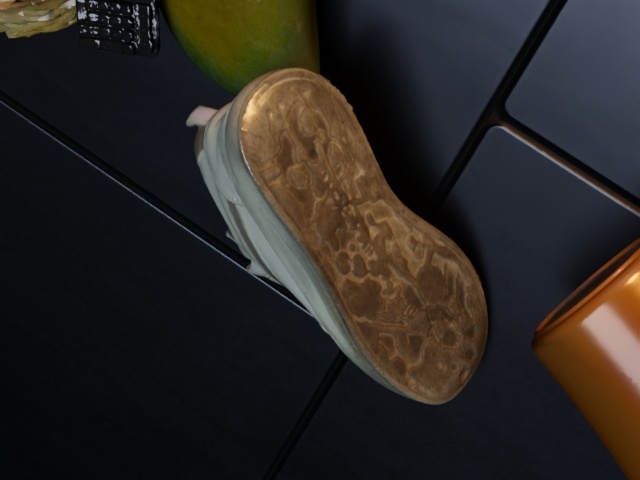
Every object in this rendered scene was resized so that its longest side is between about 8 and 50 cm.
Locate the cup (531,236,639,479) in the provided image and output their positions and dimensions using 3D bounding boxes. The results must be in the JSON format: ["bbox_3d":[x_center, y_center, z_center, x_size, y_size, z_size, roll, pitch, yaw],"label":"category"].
[{"bbox_3d":[0.275,0.134,0.872,0.264,0.182,0.226,49,157,6],"label":"cup"}]

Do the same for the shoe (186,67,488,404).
[{"bbox_3d":[0.000,0.000,0.953,0.159,0.124,0.316,10,140,50],"label":"shoe"}]

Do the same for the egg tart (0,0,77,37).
[{"bbox_3d":[-0.252,-0.297,0.942,0.290,0.107,0.291,8,115,18],"label":"egg tart"}]

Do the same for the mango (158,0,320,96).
[{"bbox_3d":[-0.060,-0.187,0.912,0.130,0.092,0.195,-18,114,30],"label":"mango"}]

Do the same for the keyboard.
[{"bbox_3d":[-0.150,-0.242,0.858,0.072,0.023,0.231,9,117,16],"label":"keyboard"}]
